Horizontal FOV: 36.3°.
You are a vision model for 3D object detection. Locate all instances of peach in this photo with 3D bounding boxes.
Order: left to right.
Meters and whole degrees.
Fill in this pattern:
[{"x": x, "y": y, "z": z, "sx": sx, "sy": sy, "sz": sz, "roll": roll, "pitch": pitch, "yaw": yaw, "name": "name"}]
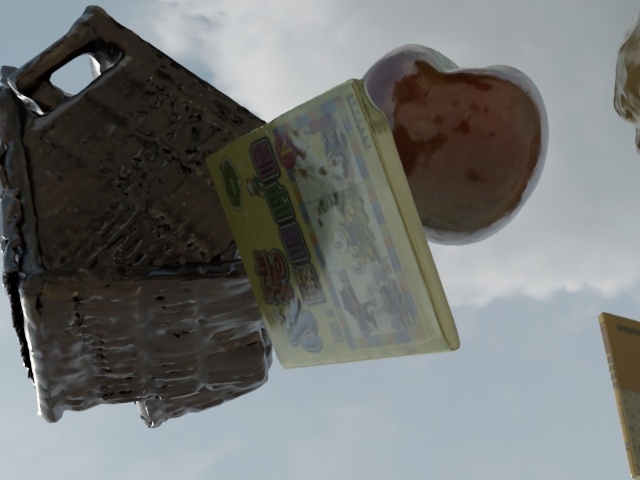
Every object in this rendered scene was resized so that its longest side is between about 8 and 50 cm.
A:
[{"x": 0.149, "y": -0.114, "z": 1.197, "sx": 0.252, "sy": 0.252, "sz": 0.252, "roll": -9, "pitch": -70, "yaw": -26, "name": "peach"}]

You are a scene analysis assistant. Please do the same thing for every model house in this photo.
[{"x": -0.171, "y": 0.027, "z": 0.847, "sx": 0.282, "sy": 0.297, "sz": 0.317, "roll": -58, "pitch": -14, "yaw": -36, "name": "model house"}]

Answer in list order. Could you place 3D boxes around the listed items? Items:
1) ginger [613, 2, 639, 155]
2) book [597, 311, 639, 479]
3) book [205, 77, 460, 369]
[{"x": 0.218, "y": -0.134, "z": 0.587, "sx": 0.115, "sy": 0.123, "sz": 0.193, "roll": -18, "pitch": -94, "yaw": -51, "name": "ginger"}, {"x": 0.315, "y": 0.147, "z": 0.876, "sx": 0.118, "sy": 0.172, "sz": 0.012, "roll": 16, "pitch": -44, "yaw": -15, "name": "book"}, {"x": 0.000, "y": 0.000, "z": 0.633, "sx": 0.013, "sy": 0.192, "sz": 0.168, "roll": -20, "pitch": -88, "yaw": -35, "name": "book"}]
